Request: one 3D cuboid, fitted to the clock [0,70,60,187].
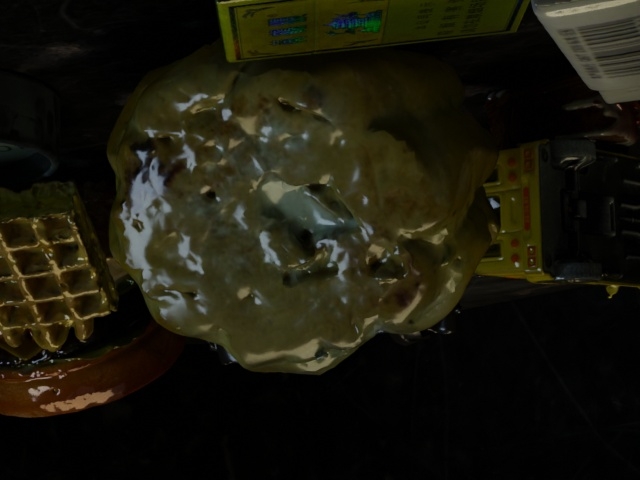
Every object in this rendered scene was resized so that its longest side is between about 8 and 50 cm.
[{"bbox_3d":[-0.391,-0.086,1.313,0.319,0.066,0.319,-7,172,-1],"label":"clock"}]

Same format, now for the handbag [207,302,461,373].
[{"bbox_3d":[0.000,0.000,1.537,0.285,0.257,0.113,-9,-178,7],"label":"handbag"}]

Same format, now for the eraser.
[{"bbox_3d":[0.192,-0.176,0.949,0.081,0.124,0.279,-8,171,18],"label":"eraser"}]

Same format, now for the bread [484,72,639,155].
[{"bbox_3d":[0.252,-0.123,1.510,0.160,0.073,0.160,-6,170,-1],"label":"bread"}]

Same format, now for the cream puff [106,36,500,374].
[{"bbox_3d":[-0.011,-0.058,1.254,0.324,0.291,0.257,-25,-166,22],"label":"cream puff"}]

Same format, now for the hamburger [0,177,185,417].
[{"bbox_3d":[-0.295,0.054,1.652,0.291,0.225,0.291,-13,-161,5],"label":"hamburger"}]

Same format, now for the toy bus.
[{"bbox_3d":[0.274,-0.016,1.507,0.152,0.144,0.330,-7,172,40],"label":"toy bus"}]

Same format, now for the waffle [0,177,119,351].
[{"bbox_3d":[-0.292,0.035,1.437,0.160,0.055,0.211,-6,139,4],"label":"waffle"}]

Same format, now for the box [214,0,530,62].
[{"bbox_3d":[0.035,-0.180,1.012,0.220,0.064,0.141,-8,171,-1],"label":"box"}]
